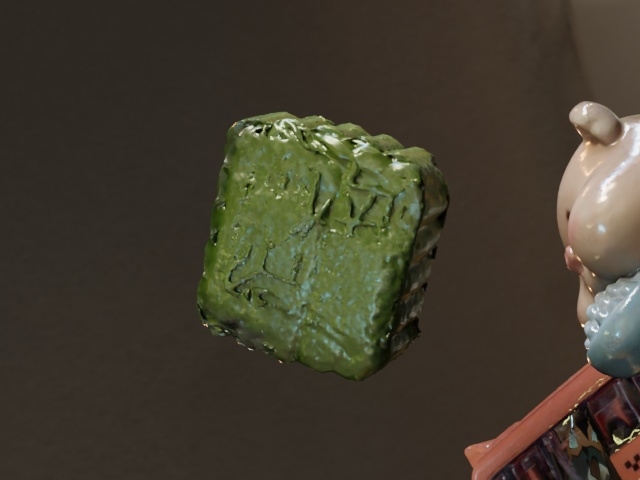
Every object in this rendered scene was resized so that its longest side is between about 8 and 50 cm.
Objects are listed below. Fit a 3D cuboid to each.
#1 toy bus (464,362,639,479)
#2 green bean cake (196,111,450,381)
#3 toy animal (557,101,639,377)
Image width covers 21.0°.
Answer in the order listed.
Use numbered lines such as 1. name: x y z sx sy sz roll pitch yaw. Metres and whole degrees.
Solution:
1. toy bus: 0.346 0.208 1.753 0.203 0.427 0.233 -6 -121 -49
2. green bean cake: 0.000 0.000 1.529 0.113 0.200 0.214 -20 -54 -67
3. toy animal: 0.312 -0.001 1.421 0.210 0.221 0.229 75 -172 -47
